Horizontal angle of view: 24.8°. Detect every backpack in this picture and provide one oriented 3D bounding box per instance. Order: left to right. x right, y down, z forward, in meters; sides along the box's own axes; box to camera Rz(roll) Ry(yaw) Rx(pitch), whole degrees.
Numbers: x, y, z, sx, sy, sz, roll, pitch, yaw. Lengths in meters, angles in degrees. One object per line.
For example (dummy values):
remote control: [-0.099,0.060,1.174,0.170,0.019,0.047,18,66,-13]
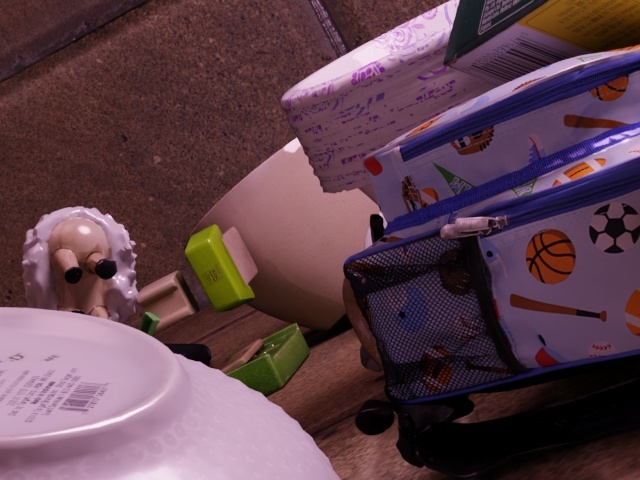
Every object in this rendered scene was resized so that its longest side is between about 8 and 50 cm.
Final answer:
backpack: [0.174,-0.008,0.871,0.263,0.213,0.276,-9,13,45]

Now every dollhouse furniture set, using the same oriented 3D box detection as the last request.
dollhouse furniture set: [-0.197,0.125,1.668,0.301,0.198,0.151,-27,5,12]

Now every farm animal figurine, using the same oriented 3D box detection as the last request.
farm animal figurine: [-0.279,0.154,1.052,0.330,0.327,0.172,-11,12,-15]

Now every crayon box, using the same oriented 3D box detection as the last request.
crayon box: [0.271,-0.124,0.990,0.202,0.318,0.081,156,131,-67]

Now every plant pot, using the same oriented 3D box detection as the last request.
plant pot: [0.000,0.000,1.795,0.284,0.191,0.284,-37,-7,-6]

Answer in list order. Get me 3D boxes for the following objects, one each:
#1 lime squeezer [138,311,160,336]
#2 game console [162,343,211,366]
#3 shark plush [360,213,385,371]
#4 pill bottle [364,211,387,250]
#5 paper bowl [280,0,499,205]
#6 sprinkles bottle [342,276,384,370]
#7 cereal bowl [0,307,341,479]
lime squeezer: [-0.242,0.210,1.551,0.310,0.059,0.110,-53,-3,7]
game console: [-0.330,0.182,1.990,0.342,0.060,0.386,-4,5,0]
shark plush: [0.051,0.056,1.289,0.067,0.161,0.073,20,51,41]
pill bottle: [0.137,-0.011,1.677,0.121,0.121,0.221,-26,4,24]
paper bowl: [0.121,-0.117,1.202,0.284,0.148,0.284,-25,9,4]
sprinkles bottle: [0.189,-0.007,1.252,0.355,0.121,0.121,-30,4,-24]
cereal bowl: [-0.143,0.119,0.631,0.339,0.141,0.339,3,15,-1]
